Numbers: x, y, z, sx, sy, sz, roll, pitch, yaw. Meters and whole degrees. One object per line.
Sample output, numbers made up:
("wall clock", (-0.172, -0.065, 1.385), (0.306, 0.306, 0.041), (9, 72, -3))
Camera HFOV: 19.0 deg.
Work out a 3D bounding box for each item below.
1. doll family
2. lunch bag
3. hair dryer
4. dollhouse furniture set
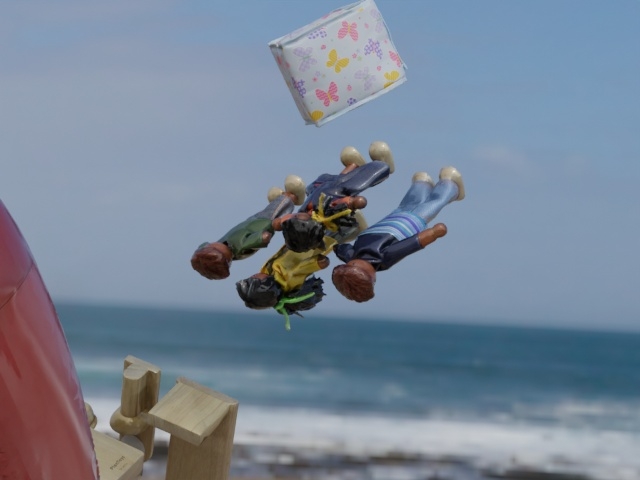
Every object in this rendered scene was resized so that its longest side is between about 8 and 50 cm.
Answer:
("doll family", (0.000, 0.000, 1.150), (0.193, 0.076, 0.111), (-28, 9, 47))
("lunch bag", (0.015, -0.130, 1.398), (0.083, 0.071, 0.053), (-28, 12, -8))
("hair dryer", (-0.149, 0.000, 0.641), (0.080, 0.294, 0.223), (-29, -2, -11))
("dollhouse furniture set", (-0.172, 0.191, 1.578), (0.144, 0.123, 0.151), (22, 35, 19))
